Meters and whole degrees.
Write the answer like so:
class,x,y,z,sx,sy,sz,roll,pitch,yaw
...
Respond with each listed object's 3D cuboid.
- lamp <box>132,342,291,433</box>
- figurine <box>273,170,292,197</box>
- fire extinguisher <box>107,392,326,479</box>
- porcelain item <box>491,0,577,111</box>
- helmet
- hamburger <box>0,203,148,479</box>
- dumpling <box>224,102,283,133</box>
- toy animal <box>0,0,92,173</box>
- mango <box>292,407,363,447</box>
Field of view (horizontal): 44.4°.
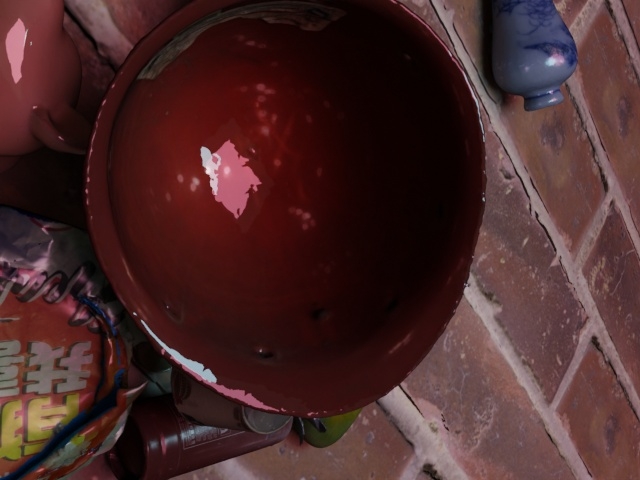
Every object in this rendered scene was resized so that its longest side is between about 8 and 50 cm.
class,x,y,z,sx,sy,sz,roll,pitch,yaw
lamp,-0.120,0.134,0.839,0.121,0.214,0.121,-14,111,-41
figurine,0.006,-0.002,0.982,0.247,0.177,0.173,-11,83,-54
fire extinguisher,-0.113,0.220,0.936,0.269,0.104,0.105,-5,96,-44
porcelain item,0.345,-0.348,1.313,0.141,0.141,0.259,-22,98,-41
helmet,-0.040,-0.055,0.743,0.337,0.230,0.385,-24,115,-8
hamburger,-0.289,0.096,0.746,0.260,0.150,0.276,31,90,-23
dumpling,-0.062,-0.220,0.937,0.175,0.243,0.227,-26,93,2
toy animal,-0.320,-0.189,0.661,0.256,0.195,0.213,27,67,-39
mango,0.018,0.189,1.073,0.130,0.091,0.195,7,97,-46
